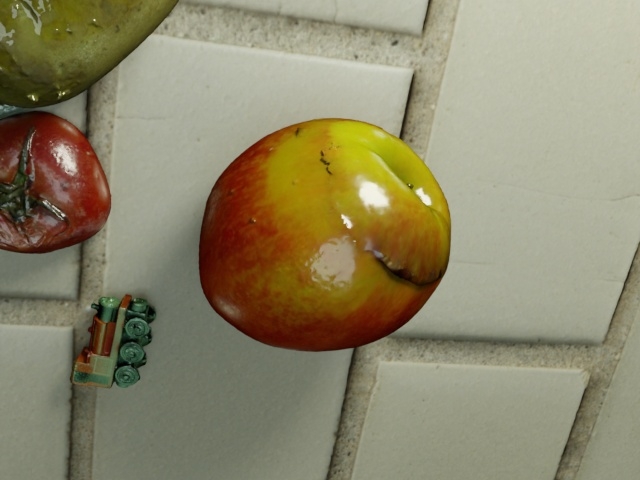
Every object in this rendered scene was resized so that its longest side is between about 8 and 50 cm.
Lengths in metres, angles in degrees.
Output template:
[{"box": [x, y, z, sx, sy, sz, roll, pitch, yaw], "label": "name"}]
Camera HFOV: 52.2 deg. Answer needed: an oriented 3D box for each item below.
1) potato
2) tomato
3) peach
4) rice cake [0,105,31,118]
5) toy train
[{"box": [-0.331, -0.337, 0.816, 0.359, 0.219, 0.270, -43, 93, -16], "label": "potato"}, {"box": [-0.434, -0.070, 0.979, 0.227, 0.101, 0.228, -2, 112, -5], "label": "tomato"}, {"box": [0.000, 0.000, 0.960, 0.369, 0.370, 0.370, -3, 112, -8], "label": "peach"}, {"box": [-0.440, -0.215, 0.937, 0.206, 0.069, 0.063, -18, 111, -5], "label": "rice cake"}, {"box": [-0.348, 0.170, 1.104, 0.118, 0.074, 0.176, 12, 111, -10], "label": "toy train"}]
